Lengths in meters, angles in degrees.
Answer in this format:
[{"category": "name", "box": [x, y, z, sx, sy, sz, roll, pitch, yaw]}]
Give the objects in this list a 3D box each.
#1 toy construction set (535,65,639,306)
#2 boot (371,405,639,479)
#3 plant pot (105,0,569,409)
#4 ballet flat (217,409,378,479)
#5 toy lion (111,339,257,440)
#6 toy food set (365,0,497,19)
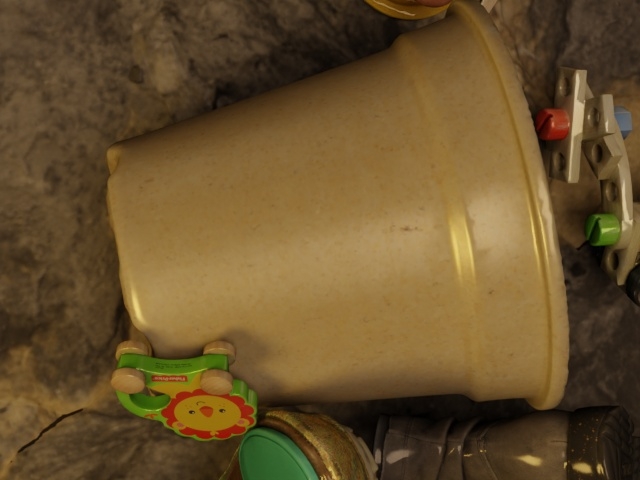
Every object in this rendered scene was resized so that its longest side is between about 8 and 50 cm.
[{"category": "toy construction set", "box": [0.352, -0.056, 1.235, 0.327, 0.151, 0.215, 4, 120, -9]}, {"category": "boot", "box": [0.182, 0.219, 1.226, 0.222, 0.338, 0.118, -3, 60, 23]}, {"category": "plant pot", "box": [0.000, 0.000, 1.078, 0.305, 0.334, 0.334, -11, 99, -3]}, {"category": "ballet flat", "box": [-0.017, 0.201, 1.079, 0.123, 0.348, 0.123, 8, 64, -16]}, {"category": "toy lion", "box": [-0.095, 0.113, 0.979, 0.100, 0.034, 0.096, 1, 139, 1]}, {"category": "toy food set", "box": [0.084, -0.261, 1.176, 0.218, 0.071, 0.128, 43, 84, -16]}]
